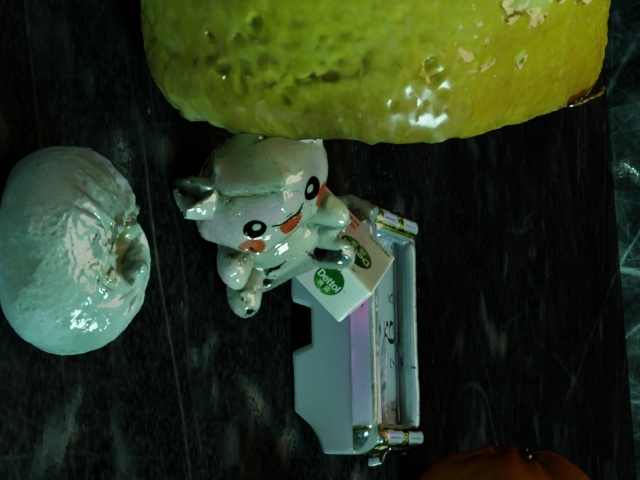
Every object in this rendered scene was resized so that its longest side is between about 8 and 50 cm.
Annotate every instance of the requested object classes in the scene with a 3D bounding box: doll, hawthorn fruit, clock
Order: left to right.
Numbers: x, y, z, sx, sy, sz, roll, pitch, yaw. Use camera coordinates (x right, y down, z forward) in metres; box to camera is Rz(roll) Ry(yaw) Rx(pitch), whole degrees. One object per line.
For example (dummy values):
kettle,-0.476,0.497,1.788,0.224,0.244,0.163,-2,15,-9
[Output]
doll,-0.041,-0.027,1.628,0.095,0.149,0.192,54,-14,34
clock,0.037,0.088,1.902,0.186,0.083,0.253,20,68,-71
hawthorn fruit,0.195,0.351,2.172,0.224,0.224,0.261,16,88,-72

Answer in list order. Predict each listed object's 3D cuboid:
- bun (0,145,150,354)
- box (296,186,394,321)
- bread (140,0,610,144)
bun,-0.155,0.004,1.301,0.141,0.083,0.141,-6,90,-73
box,0.000,0.000,1.756,0.125,0.043,0.089,45,27,-6
bread,0.032,-0.206,1.492,0.398,0.398,0.215,-47,139,-66
